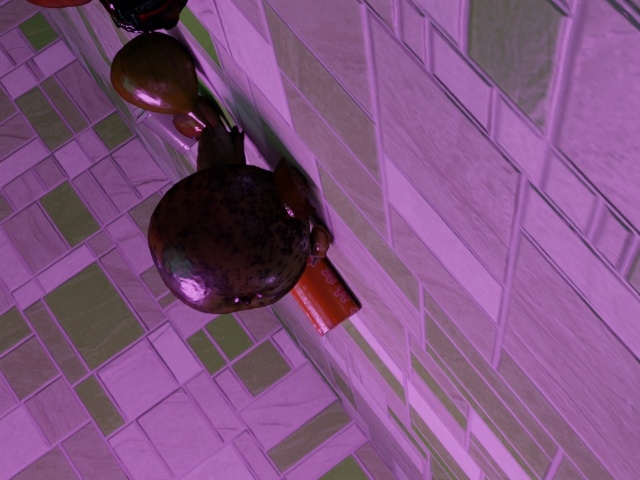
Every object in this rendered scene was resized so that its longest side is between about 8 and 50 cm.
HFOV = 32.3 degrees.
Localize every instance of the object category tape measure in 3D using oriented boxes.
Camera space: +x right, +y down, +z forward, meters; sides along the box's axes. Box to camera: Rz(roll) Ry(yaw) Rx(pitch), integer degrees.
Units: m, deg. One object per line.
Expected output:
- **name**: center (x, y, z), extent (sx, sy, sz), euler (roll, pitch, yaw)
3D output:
- **tape measure**: center (-0.262, -0.388, 1.507), extent (0.222, 0.135, 0.202), euler (59, 180, -14)

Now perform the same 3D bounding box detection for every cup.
- **cup**: center (-0.317, -0.255, 2.354), extent (0.141, 0.120, 0.120), euler (48, 172, -10)

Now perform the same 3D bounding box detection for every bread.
- **bread**: center (0.000, 0.000, 1.886), extent (0.088, 0.034, 0.049), euler (103, 155, -73)

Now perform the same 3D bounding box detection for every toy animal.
- **toy animal**: center (-0.229, -0.223, 2.125), extent (0.179, 0.089, 0.188), euler (41, 169, -12)

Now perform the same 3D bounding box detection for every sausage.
- **sausage**: center (-0.050, 0.029, 2.080), extent (0.312, 0.093, 0.093), euler (55, 171, 3)

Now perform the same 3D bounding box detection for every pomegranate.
- **pomegranate**: center (-0.161, -0.049, 1.889), extent (0.285, 0.285, 0.340), euler (73, -176, -64)

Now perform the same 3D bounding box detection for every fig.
- **fig**: center (-0.265, -0.250, 1.972), extent (0.259, 0.151, 0.151), euler (56, 171, -4)

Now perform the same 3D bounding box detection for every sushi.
- **sushi**: center (-0.046, -0.084, 1.758), extent (0.052, 0.055, 0.120), euler (48, -173, -35)

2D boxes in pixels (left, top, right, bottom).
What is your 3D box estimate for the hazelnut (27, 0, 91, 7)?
- **hazelnut**: center (-0.556, -0.572, 2.286), extent (0.212, 0.181, 0.181), euler (44, 138, 44)
